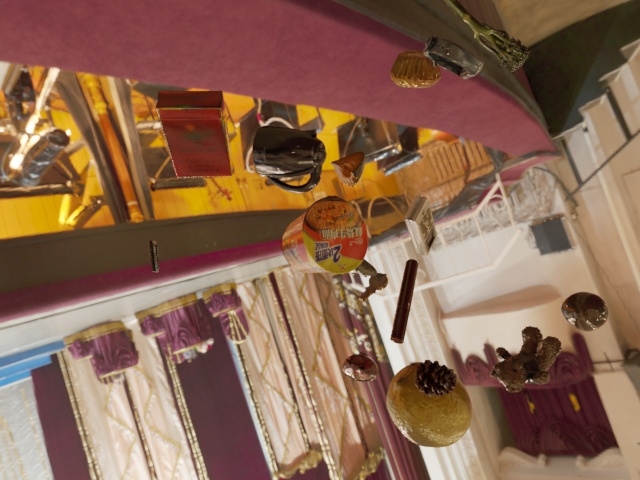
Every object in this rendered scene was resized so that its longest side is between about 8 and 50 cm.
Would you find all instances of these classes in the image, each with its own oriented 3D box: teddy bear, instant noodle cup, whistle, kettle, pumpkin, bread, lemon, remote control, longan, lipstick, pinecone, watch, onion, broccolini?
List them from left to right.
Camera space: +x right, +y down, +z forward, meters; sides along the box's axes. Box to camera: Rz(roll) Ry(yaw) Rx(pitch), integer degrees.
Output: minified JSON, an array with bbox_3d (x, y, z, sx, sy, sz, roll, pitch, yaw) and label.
[{"bbox_3d":[-0.115,-0.336,1.807,0.289,0.269,0.207,9,-167,19],"label":"kettle"},{"bbox_3d":[0.000,0.000,1.205,0.213,0.214,0.174,-16,178,-34],"label":"instant noodle cup"},{"bbox_3d":[0.179,-0.374,2.262,0.149,0.131,0.254,-39,-149,-9],"label":"pumpkin"},{"bbox_3d":[0.195,0.606,2.095,0.183,0.147,0.184,8,141,6],"label":"onion"},{"bbox_3d":[0.284,0.245,2.306,0.107,0.057,0.220,25,-123,40],"label":"whistle"},{"bbox_3d":[0.333,0.231,1.693,0.057,0.357,0.057,13,147,8],"label":"lipstick"},{"bbox_3d":[0.427,-0.761,1.927,0.239,0.139,0.240,1,-147,-1],"label":"bread"},{"bbox_3d":[0.375,-0.046,1.581,0.055,0.103,0.277,20,161,31],"label":"remote control"},{"bbox_3d":[0.337,0.507,1.338,0.267,0.268,0.267,-19,176,-1],"label":"lemon"},{"bbox_3d":[0.314,0.370,1.163,0.109,0.103,0.102,-22,175,36],"label":"pinecone"},{"bbox_3d":[0.424,-0.599,1.408,0.069,0.192,0.206,-62,-176,17],"label":"watch"},{"bbox_3d":[0.443,-0.643,1.228,0.079,0.392,0.074,-42,-177,37],"label":"broccolini"},{"bbox_3d":[0.671,0.401,1.394,0.251,0.129,0.182,-30,-162,-17],"label":"teddy bear"},{"bbox_3d":[1.115,0.298,1.816,0.189,0.189,0.189,-19,176,-1],"label":"longan"}]

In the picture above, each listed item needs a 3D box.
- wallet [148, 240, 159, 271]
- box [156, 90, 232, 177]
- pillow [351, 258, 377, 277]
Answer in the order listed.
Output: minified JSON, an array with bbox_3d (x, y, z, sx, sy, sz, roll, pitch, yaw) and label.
[{"bbox_3d":[-0.677,0.065,1.762,0.026,0.130,0.088,-7,176,-11],"label":"wallet"},{"bbox_3d":[-0.406,-0.344,1.429,0.197,0.089,0.313,-2,148,-6],"label":"box"},{"bbox_3d":[0.088,0.061,1.511,0.051,0.241,0.093,-47,173,-48],"label":"pillow"}]
